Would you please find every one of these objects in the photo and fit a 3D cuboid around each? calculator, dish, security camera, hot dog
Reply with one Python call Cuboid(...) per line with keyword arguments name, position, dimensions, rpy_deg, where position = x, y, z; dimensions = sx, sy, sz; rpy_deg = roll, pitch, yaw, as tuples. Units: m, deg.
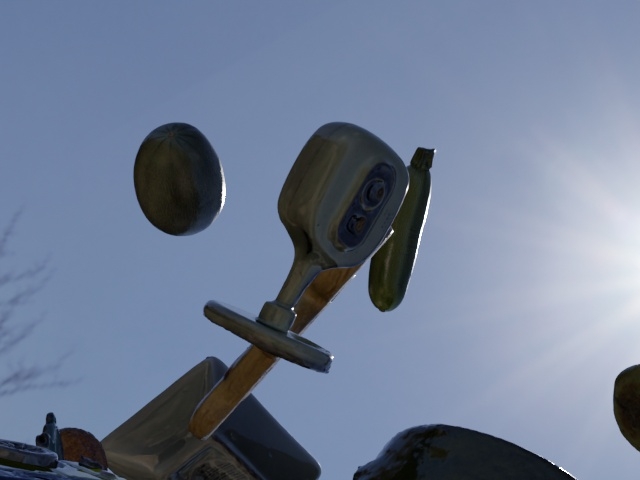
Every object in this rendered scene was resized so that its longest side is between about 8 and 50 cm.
Cuboid(name="calculator", position=(-0.230, 0.212, 1.221), dimensions=(0.141, 0.019, 0.094), rpy_deg=(-100, -176, -52))
Cuboid(name="dish", position=(-0.117, 0.275, 1.659), dimensions=(0.243, 0.182, 0.080), rpy_deg=(50, 3, -32))
Cuboid(name="security camera", position=(0.000, 0.000, 0.547), dimensions=(0.058, 0.058, 0.092), rpy_deg=(27, -90, 30))
Cuboid(name="hot dog", position=(-0.240, 0.224, 1.401), dimensions=(0.058, 0.035, 0.083), rpy_deg=(-8, -93, 7))

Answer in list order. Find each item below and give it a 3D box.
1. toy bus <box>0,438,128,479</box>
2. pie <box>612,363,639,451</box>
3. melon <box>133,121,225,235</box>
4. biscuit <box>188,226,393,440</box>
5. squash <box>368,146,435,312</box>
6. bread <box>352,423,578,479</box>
Cuboid(name="toy bus", position=(-0.218, 0.184, 0.796), dimensions=(0.175, 0.288, 0.138), rpy_deg=(9, -96, 47))
Cuboid(name="pie", position=(0.253, 0.130, 1.060), dimensions=(0.085, 0.017, 0.085), rpy_deg=(26, -54, 42))
Cuboid(name="melon", position=(-0.177, -0.072, 1.801), dimensions=(0.114, 0.114, 0.167), rpy_deg=(25, -41, 31))
Cuboid(name="biscuit", position=(-0.020, 0.063, 1.175), dimensions=(0.030, 0.153, 0.234), rpy_deg=(41, -59, 2))
Cuboid(name="squash", position=(0.116, -0.016, 2.077), dimensions=(0.066, 0.252, 0.066), rpy_deg=(15, -14, 4))
Cuboid(name="bread", position=(0.204, 0.378, 1.711), dimensions=(0.382, 0.129, 0.366), rpy_deg=(33, -31, 2))
